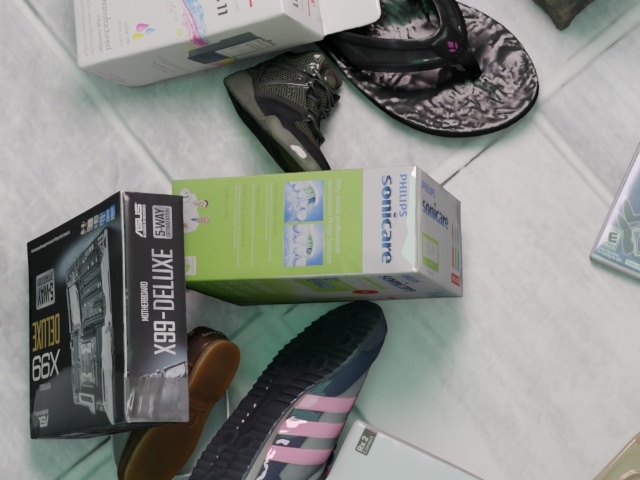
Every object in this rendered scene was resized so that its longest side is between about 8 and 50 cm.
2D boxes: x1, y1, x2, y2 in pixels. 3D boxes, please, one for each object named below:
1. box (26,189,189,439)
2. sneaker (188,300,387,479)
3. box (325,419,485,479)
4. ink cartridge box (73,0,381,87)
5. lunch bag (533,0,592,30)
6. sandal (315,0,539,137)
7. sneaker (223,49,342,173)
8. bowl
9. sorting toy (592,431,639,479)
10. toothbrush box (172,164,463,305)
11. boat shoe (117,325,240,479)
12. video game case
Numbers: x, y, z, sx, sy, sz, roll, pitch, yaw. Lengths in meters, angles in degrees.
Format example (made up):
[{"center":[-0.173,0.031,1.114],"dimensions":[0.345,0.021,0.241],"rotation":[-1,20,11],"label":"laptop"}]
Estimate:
[{"center":[-0.244,0.094,1.539],"dimensions":[0.076,0.307,0.243],"rotation":[4,78,-30],"label":"box"},{"center":[-0.018,0.215,1.594],"dimensions":[0.319,0.131,0.112],"rotation":[-48,34,-17],"label":"sneaker"},{"center":[0.085,0.321,1.540],"dimensions":[0.181,0.119,0.181],"rotation":[24,84,11],"label":"box"},{"center":[-0.118,-0.324,1.631],"dimensions":[0.353,0.119,0.207],"rotation":[-11,78,23],"label":"ink cartridge box"},{"center":[0.244,-0.423,1.593],"dimensions":[0.169,0.235,0.287],"rotation":[-37,77,-2],"label":"lunch bag"},{"center":[0.060,-0.273,1.655],"dimensions":[0.445,0.107,0.168],"rotation":[35,86,12],"label":"sandal"},{"center":[-0.019,-0.154,1.620],"dimensions":[0.130,0.087,0.227],"rotation":[-30,40,-4],"label":"sneaker"},{"center":[-0.173,0.209,1.626],"dimensions":[0.142,0.053,0.142],"rotation":[-2,80,8],"label":"bowl"},{"center":[0.366,0.351,1.546],"dimensions":[0.193,0.038,0.208],"rotation":[44,83,12],"label":"sorting toy"},{"center":[0.000,0.000,1.538],"dimensions":[0.283,0.206,0.122],"rotation":[-4,79,18],"label":"toothbrush box"},{"center":[-0.169,0.194,1.572],"dimensions":[0.073,0.073,0.207],"rotation":[25,77,48],"label":"boat shoe"},{"center":[0.443,-0.022,1.606],"dimensions":[0.201,0.023,0.183],"rotation":[24,84,11],"label":"video game case"}]
